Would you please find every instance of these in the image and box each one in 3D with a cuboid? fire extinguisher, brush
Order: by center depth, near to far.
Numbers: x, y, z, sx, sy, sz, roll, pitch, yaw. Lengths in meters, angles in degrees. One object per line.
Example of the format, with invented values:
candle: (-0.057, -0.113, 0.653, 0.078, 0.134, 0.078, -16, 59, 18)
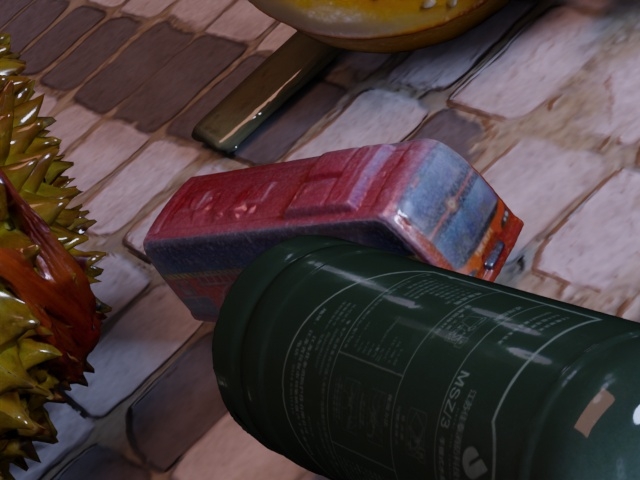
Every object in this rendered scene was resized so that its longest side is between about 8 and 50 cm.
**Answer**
fire extinguisher: (0.070, 0.072, 0.651, 0.311, 0.095, 0.114, 13, 100, 59)
brush: (0.026, -0.160, 1.119, 0.282, 0.048, 0.054, -45, 27, -10)

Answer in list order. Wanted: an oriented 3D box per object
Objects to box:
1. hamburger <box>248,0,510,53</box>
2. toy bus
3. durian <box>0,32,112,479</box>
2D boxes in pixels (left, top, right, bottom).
hamburger: (0.035, -0.206, 1.020, 0.236, 0.147, 0.237, -10, 58, 16)
toy bus: (0.000, 0.000, 0.858, 0.192, 0.077, 0.065, -7, 43, 47)
durian: (-0.280, 0.026, 0.921, 0.347, 0.347, 0.384, 4, 79, 53)
